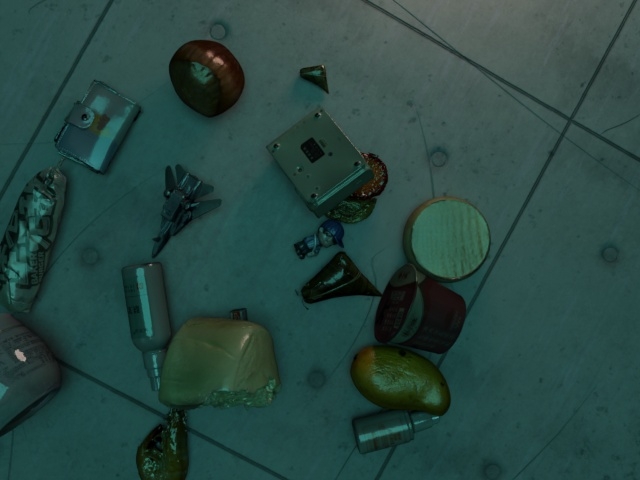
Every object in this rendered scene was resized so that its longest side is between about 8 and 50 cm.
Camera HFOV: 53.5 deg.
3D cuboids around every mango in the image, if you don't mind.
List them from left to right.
[{"bbox_3d":[0.227,0.397,1.805,0.295,0.120,0.177,20,77,-2],"label":"mango"}]

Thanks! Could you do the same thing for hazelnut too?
[{"bbox_3d":[-0.311,-0.452,1.745,0.214,0.176,0.214,4,84,-41],"label":"hazelnut"}]

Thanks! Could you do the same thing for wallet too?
[{"bbox_3d":[-0.622,-0.315,1.773,0.170,0.069,0.231,29,83,-8],"label":"wallet"}]

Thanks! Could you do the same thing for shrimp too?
[{"bbox_3d":[-0.445,0.574,1.796,0.152,0.063,0.287,3,92,8],"label":"shrimp"}]

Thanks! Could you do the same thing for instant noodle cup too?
[{"bbox_3d":[0.279,0.202,1.767,0.178,0.235,0.234,23,89,-14],"label":"instant noodle cup"}]

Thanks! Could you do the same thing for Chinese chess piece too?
[{"bbox_3d":[0.362,-0.002,1.822,0.250,0.103,0.249,0,90,-3],"label":"Chinese chess piece"}]

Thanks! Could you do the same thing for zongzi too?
[{"bbox_3d":[-0.019,-0.459,1.831,0.076,0.040,0.083,-8,108,3],"label":"zongzi"},{"bbox_3d":[0.054,0.154,1.819,0.187,0.084,0.184,-42,103,4],"label":"zongzi"}]

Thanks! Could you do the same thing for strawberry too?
[{"bbox_3d":[0.123,-0.179,1.811,0.145,0.086,0.145,0,88,0],"label":"strawberry"}]

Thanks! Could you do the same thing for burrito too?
[{"bbox_3d":[-0.795,-0.025,1.746,0.139,0.101,0.445,18,91,1],"label":"burrito"}]

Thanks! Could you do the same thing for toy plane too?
[{"bbox_3d":[-0.414,-0.068,1.776,0.212,0.088,0.267,33,91,20],"label":"toy plane"}]

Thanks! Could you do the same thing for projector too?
[{"bbox_3d":[-0.004,-0.217,1.747,0.198,0.108,0.250,-36,68,2],"label":"projector"}]

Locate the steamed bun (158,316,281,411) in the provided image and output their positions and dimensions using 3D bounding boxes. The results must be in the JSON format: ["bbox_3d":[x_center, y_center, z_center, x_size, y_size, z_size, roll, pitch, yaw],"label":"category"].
[{"bbox_3d":[-0.274,0.342,1.669,0.290,0.272,0.273,-6,90,15],"label":"steamed bun"}]

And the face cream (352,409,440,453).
[{"bbox_3d":[0.221,0.532,1.815,0.252,0.101,0.101,-13,91,-4],"label":"face cream"}]

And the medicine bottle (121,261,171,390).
[{"bbox_3d":[-0.471,0.239,1.763,0.110,0.110,0.351,-8,91,-4],"label":"medicine bottle"}]

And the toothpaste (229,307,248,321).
[{"bbox_3d":[-0.225,0.294,1.815,0.040,0.047,0.196,-6,91,12],"label":"toothpaste"}]

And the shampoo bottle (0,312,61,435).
[{"bbox_3d":[-0.843,0.350,1.658,0.273,0.273,0.266,-40,85,-3],"label":"shampoo bottle"}]

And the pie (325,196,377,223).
[{"bbox_3d":[0.074,-0.095,1.836,0.170,0.034,0.092,11,80,-5],"label":"pie"}]

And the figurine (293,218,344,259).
[{"bbox_3d":[0.000,0.000,1.817,0.149,0.086,0.087,-25,51,8],"label":"figurine"}]
